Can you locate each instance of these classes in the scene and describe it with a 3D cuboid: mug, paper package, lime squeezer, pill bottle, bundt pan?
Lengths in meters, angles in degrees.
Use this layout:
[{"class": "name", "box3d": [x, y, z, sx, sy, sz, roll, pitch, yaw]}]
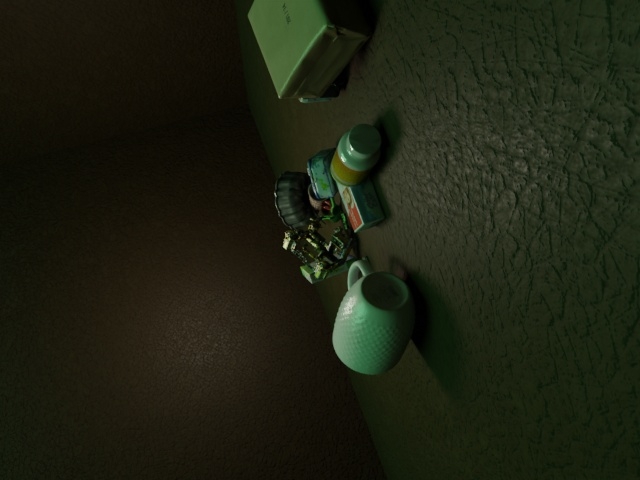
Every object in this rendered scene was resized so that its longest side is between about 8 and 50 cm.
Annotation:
[{"class": "mug", "box3d": [0.183, 0.241, 1.470, 0.328, 0.276, 0.374, 98, 158, -46]}, {"class": "paper package", "box3d": [-0.046, -0.631, 1.181, 0.309, 0.168, 0.324, -35, 71, 51]}, {"class": "lime squeezer", "box3d": [0.060, -0.153, 1.983, 0.109, 0.059, 0.310, 60, 165, 20]}, {"class": "pill bottle", "box3d": [0.116, -0.274, 1.308, 0.245, 0.136, 0.136, 123, 129, -76]}, {"class": "bundt pan", "box3d": [-0.108, -0.229, 2.224, 0.331, 0.124, 0.330, 16, -109, -57]}, {"class": "mug", "box3d": [-0.004, -0.210, 2.100, 0.169, 0.113, 0.150, 101, 151, -75]}]

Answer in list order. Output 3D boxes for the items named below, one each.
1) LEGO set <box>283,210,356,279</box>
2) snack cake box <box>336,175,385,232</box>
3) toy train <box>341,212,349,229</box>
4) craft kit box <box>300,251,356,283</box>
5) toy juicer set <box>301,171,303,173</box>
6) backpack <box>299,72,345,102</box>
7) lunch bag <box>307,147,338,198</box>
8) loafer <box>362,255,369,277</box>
[{"class": "LEGO set", "box3d": [0.000, 0.000, 1.880, 0.331, 0.255, 0.192, 46, 131, 29]}, {"class": "snack cake box", "box3d": [0.136, -0.176, 1.497, 0.152, 0.089, 0.264, 130, 121, -76]}, {"class": "toy train", "box3d": [0.118, -0.092, 1.923, 0.024, 0.017, 0.083, 2, 109, 68]}, {"class": "craft kit box", "box3d": [0.038, 0.134, 2.079, 0.250, 0.247, 0.060, -156, 50, -77]}, {"class": "toy juicer set", "box3d": [-0.101, -0.293, 2.445, 0.209, 0.090, 0.329, 62, -154, -13]}, {"class": "backpack", "box3d": [-0.020, -0.583, 1.413, 0.144, 0.166, 0.188, 136, 119, -68]}, {"class": "lunch bag", "box3d": [0.025, -0.273, 1.655, 0.219, 0.090, 0.176, -59, -43, -58]}, {"class": "loafer", "box3d": [0.199, 0.130, 1.810, 0.045, 0.039, 0.125, -130, 24, -65]}]
